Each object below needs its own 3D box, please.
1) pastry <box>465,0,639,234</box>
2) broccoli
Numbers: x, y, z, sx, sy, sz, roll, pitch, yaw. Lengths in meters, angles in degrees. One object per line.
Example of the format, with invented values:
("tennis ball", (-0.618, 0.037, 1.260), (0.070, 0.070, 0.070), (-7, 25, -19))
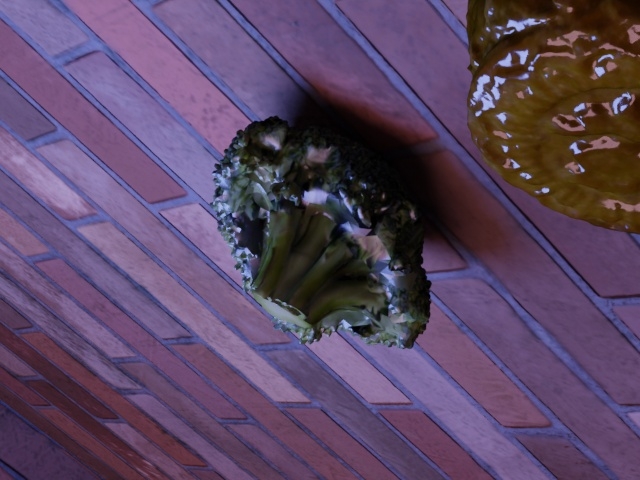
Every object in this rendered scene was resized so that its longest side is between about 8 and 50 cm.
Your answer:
("pastry", (0.206, -0.114, 0.821), (0.240, 0.132, 0.235), (22, 150, -11))
("broccoli", (0.000, -0.003, 1.172), (0.198, 0.176, 0.226), (-5, 159, 33))
